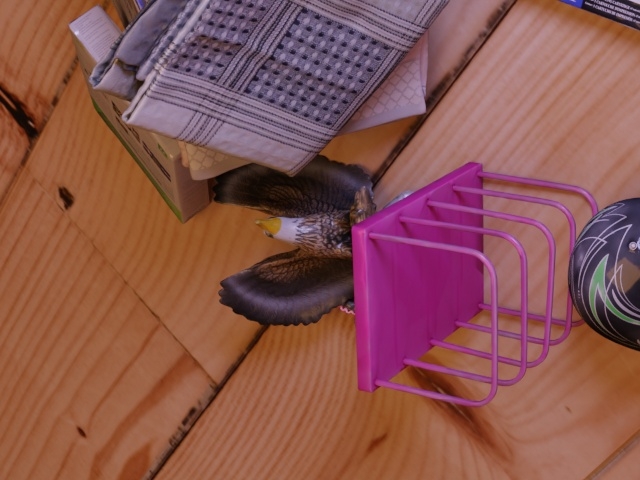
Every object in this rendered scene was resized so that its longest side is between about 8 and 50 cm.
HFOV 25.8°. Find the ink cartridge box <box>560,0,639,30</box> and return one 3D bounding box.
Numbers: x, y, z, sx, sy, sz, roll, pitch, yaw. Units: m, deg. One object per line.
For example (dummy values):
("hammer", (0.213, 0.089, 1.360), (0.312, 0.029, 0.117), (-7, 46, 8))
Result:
("ink cartridge box", (0.323, -0.305, 1.571), (0.207, 0.046, 0.097), (27, 120, 27))

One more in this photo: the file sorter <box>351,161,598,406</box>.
("file sorter", (0.191, 0.050, 1.650), (0.182, 0.290, 0.202), (10, 113, 31))

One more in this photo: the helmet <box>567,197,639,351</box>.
("helmet", (0.363, 0.036, 1.596), (0.161, 0.169, 0.169), (38, 128, 0))

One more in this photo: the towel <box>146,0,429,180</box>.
("towel", (-0.026, -0.228, 1.642), (0.317, 0.332, 0.053), (84, 166, -48))

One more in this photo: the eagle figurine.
("eagle figurine", (-0.008, -0.005, 1.852), (0.225, 0.226, 0.298), (46, 158, -23))

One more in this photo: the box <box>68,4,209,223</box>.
("box", (-0.244, -0.165, 1.930), (0.232, 0.058, 0.322), (52, 168, 9))

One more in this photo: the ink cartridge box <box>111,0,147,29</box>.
("ink cartridge box", (-0.202, -0.371, 1.737), (0.395, 0.151, 0.270), (180, 65, -83))

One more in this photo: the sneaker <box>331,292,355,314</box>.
("sneaker", (0.033, 0.061, 1.937), (0.119, 0.047, 0.057), (30, 111, 23))

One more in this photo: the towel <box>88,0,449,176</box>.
("towel", (-0.052, -0.218, 1.552), (0.312, 0.324, 0.056), (-46, 45, 27))
